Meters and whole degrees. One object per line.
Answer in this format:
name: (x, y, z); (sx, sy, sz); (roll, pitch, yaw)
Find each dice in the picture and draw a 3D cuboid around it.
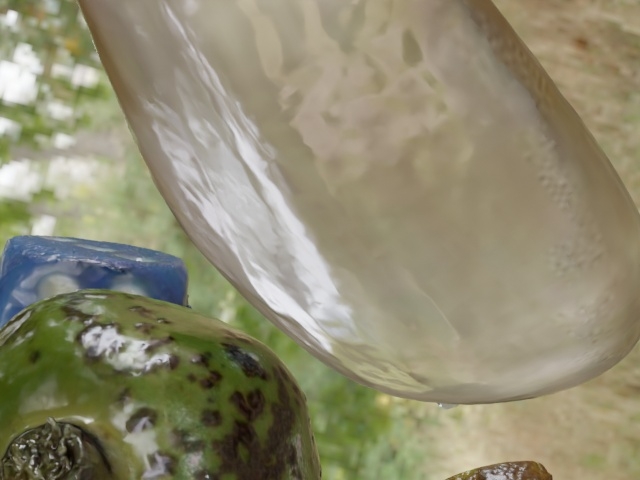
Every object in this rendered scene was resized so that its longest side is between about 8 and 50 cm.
dice: (-0.174, 0.075, 1.321); (0.146, 0.146, 0.143); (-143, 61, -82)

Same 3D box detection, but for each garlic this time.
garlic: (0.003, -0.046, 0.465); (0.318, 0.112, 0.143); (62, 177, -38)

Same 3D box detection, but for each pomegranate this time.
pomegranate: (-0.116, 0.148, 1.009); (0.270, 0.254, 0.254); (59, -139, -68)

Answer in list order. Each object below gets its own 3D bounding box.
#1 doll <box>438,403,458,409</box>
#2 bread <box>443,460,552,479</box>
doll: (0.000, 0.000, 0.986); (0.227, 0.057, 0.114); (31, 146, 40)
bread: (0.176, 0.286, 1.584); (0.172, 0.132, 0.103); (-106, 11, -45)
